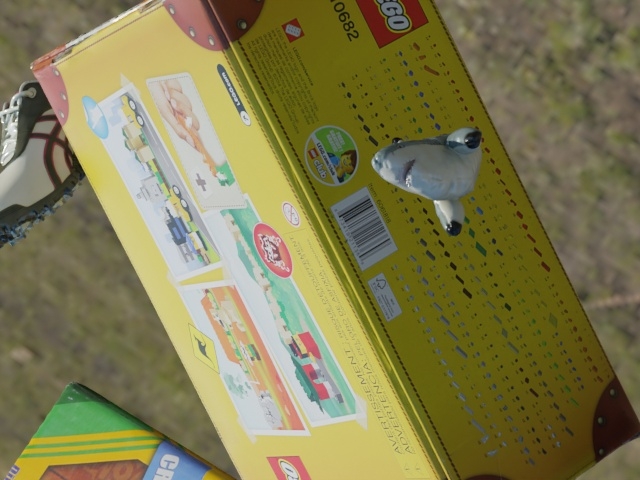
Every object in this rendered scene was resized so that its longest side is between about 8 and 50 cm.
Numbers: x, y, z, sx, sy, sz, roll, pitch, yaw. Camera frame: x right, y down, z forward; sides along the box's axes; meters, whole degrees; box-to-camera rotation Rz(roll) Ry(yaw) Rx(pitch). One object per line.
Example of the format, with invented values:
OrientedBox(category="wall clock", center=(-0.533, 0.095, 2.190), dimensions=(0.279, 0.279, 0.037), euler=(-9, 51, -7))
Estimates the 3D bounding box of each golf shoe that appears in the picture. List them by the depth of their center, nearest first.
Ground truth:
OrientedBox(category="golf shoe", center=(-0.290, -0.087, 1.948), dimensions=(0.120, 0.273, 0.105), euler=(48, 130, -11))

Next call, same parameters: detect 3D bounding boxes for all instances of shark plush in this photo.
OrientedBox(category="shark plush", center=(0.080, -0.066, 1.354), dimensions=(0.067, 0.161, 0.073), euler=(13, 115, 7))

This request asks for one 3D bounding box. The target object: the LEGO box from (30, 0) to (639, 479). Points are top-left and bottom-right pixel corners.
OrientedBox(category="LEGO box", center=(0.000, 0.000, 1.652), dimensions=(0.372, 0.193, 0.500), euler=(-13, 105, 61))

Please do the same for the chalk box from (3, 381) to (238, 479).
OrientedBox(category="chalk box", center=(-0.047, 0.230, 0.999), dimensions=(0.289, 0.180, 0.179), euler=(23, 165, 45))
